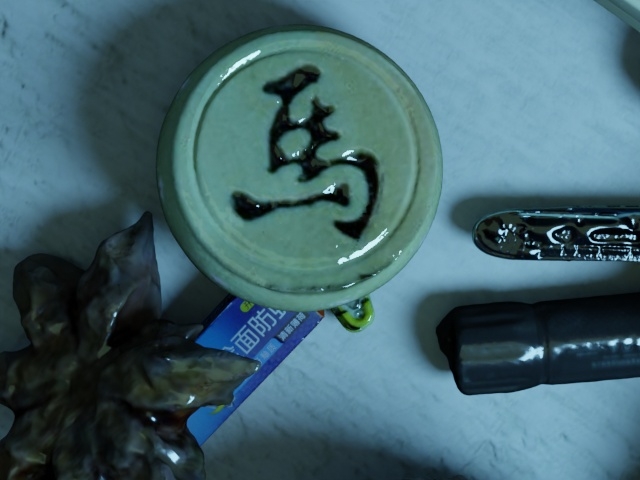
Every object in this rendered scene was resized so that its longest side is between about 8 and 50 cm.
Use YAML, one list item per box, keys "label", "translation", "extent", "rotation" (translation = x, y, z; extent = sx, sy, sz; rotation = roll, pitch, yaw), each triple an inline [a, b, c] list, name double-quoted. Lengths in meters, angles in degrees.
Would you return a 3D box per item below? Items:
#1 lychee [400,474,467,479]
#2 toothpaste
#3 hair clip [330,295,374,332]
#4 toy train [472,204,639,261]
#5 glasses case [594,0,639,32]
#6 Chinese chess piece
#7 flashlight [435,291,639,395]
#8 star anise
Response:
- label: "lychee"
  translation: [0.126, 0.398, 1.019]
  extent: [0.380, 0.380, 0.432]
  rotation: [27, 118, -7]
- label: "toothpaste"
  translation: [-0.131, 0.155, 1.101]
  extent: [0.076, 0.066, 0.320]
  rotation: [42, 97, -8]
- label: "hair clip"
  translation: [0.000, 0.000, 1.088]
  extent: [0.060, 0.033, 0.188]
  rotation: [-27, 99, 2]
- label: "toy train"
  translation: [0.258, -0.008, 1.087]
  extent: [0.234, 0.051, 0.052]
  rotation: [1, 102, 1]
- label: "glasses case"
  translation: [0.290, -0.241, 0.959]
  extent: [0.313, 0.070, 0.131]
  rotation: [41, 95, 19]
- label: "Chinese chess piece"
  translation: [-0.017, -0.063, 1.008]
  extent: [0.250, 0.101, 0.250]
  rotation: [1, 85, -7]
- label: "flashlight"
  translation: [0.324, 0.089, 1.093]
  extent: [0.424, 0.103, 0.103]
  rotation: [-6, 102, 1]
- label: "star anise"
  translation: [-0.183, 0.124, 1.018]
  extent: [0.315, 0.108, 0.315]
  rotation: [-11, 70, 32]
